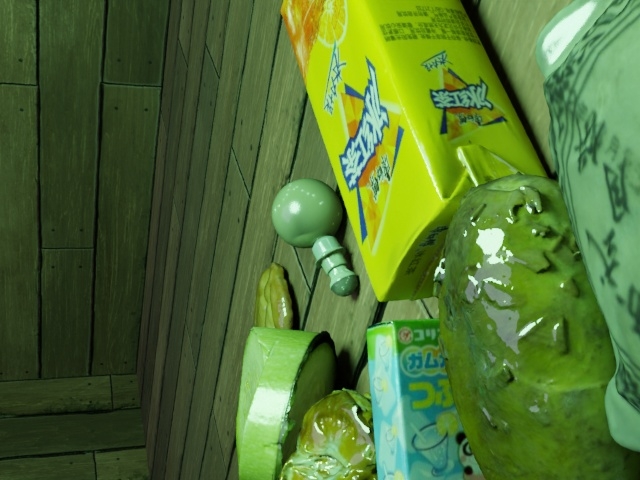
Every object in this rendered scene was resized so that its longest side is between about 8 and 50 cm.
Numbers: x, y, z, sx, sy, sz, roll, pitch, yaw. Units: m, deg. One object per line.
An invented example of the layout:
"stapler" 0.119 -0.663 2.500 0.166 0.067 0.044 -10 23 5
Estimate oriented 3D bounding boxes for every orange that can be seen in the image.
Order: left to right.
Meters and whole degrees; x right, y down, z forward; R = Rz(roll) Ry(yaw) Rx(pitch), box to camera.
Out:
"orange" 0.035 0.245 0.830 0.169 0.112 0.160 -33 49 20

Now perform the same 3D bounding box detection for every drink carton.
"drink carton" 0.068 -0.136 0.701 0.155 0.111 0.352 115 144 -53

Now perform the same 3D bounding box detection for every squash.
"squash" -0.061 0.209 0.956 0.220 0.133 0.220 11 -90 -82

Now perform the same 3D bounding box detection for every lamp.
"lamp" 0.000 0.000 0.987 0.163 0.090 0.091 64 151 25

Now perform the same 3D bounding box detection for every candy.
"candy" 0.099 0.164 0.670 0.062 0.097 0.195 145 122 -68

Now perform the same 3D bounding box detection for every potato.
"potato" 0.140 0.081 0.512 0.149 0.113 0.252 -174 78 -66

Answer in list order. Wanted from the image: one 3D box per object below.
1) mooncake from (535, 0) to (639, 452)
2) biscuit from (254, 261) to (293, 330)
"mooncake" 0.198 -0.029 0.334 0.254 0.136 0.250 152 113 -69
"biscuit" -0.081 0.165 1.262 0.203 0.041 0.260 -149 62 -67
